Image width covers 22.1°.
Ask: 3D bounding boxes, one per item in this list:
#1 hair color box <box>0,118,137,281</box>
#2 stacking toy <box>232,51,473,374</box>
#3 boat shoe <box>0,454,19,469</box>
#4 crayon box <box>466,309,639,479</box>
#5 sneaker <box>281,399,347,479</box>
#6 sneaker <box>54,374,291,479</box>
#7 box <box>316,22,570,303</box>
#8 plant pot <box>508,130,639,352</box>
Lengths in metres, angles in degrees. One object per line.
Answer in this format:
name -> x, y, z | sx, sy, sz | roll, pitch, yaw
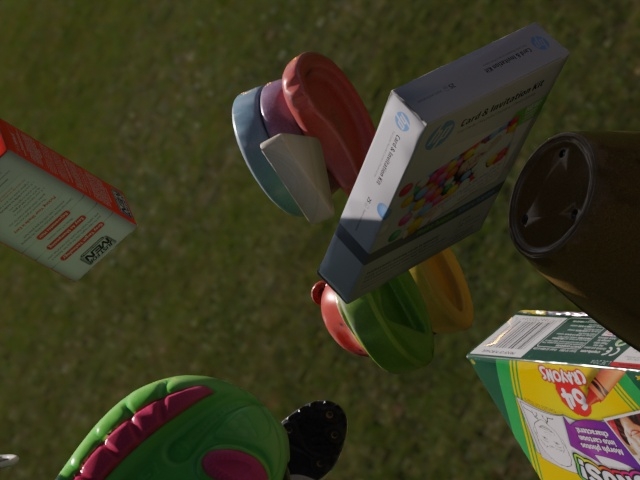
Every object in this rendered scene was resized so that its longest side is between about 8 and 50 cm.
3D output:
hair color box -> -0.213, -0.029, 1.231 | 0.072, 0.141, 0.043 | -41, 48, 14
stacking toy -> 0.000, 0.000, 1.496 | 0.130, 0.309, 0.279 | -27, 10, 20
boat shoe -> -0.301, 0.216, 1.283 | 0.136, 0.367, 0.156 | 3, 43, 29
crayon box -> 0.368, 0.236, 1.845 | 0.106, 0.313, 0.363 | -37, 16, -23
sneaker -> -0.041, 0.284, 1.847 | 0.237, 0.085, 0.086 | -63, -7, 2
sneaker -> -0.189, 0.309, 1.134 | 0.483, 0.202, 0.185 | -41, 56, -4
box -> 0.082, -0.052, 1.126 | 0.145, 0.038, 0.186 | -28, -27, -36
plant pot -> 0.305, -0.004, 1.499 | 0.237, 0.254, 0.237 | -39, 41, 45
